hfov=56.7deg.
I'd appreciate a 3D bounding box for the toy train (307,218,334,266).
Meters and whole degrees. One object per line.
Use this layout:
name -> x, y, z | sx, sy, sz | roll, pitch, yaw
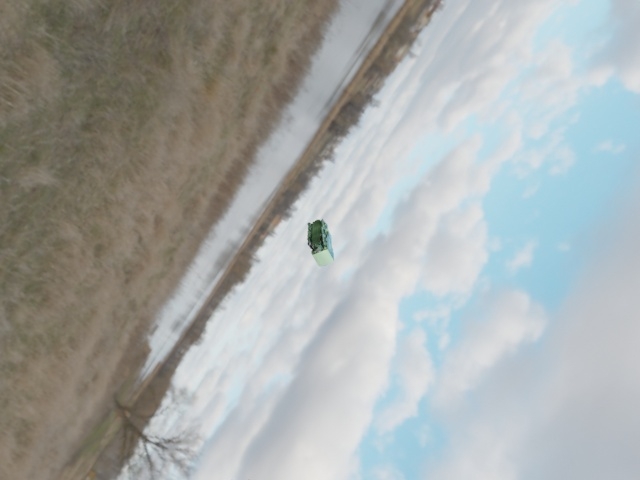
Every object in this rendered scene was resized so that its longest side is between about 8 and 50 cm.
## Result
toy train -> 0.000, 0.000, 0.995 | 0.033, 0.053, 0.083 | -20, -147, 13
